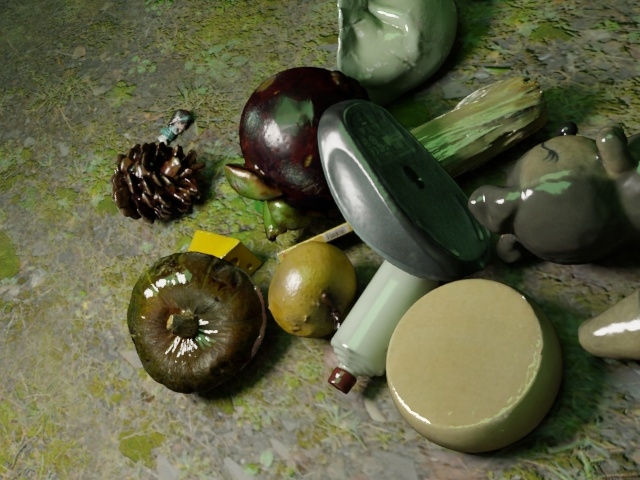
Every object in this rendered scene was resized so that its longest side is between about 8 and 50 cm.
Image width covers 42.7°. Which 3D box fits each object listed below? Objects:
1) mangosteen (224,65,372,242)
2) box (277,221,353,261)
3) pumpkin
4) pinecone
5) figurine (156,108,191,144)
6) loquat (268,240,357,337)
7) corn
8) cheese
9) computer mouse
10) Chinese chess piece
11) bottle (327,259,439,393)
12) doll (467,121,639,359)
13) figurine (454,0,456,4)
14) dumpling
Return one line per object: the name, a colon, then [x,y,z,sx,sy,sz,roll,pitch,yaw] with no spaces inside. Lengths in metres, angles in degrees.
mangosteen: [-0.021,-0.177,1.560,0.311,0.311,0.311,-18,50,22]
box: [0.000,0.000,1.549,0.155,0.087,0.023,-24,91,17]
pumpkin: [-0.231,0.144,1.477,0.260,0.189,0.260,0,90,4]
pinecone: [-0.361,-0.127,1.822,0.204,0.179,0.184,4,76,24]
figurine: [-0.362,-0.281,2.026,0.106,0.047,0.060,-48,9,3]
loquat: [-0.016,0.082,1.445,0.204,0.149,0.172,-125,50,-64]
corn: [0.264,-0.190,1.480,0.305,0.122,0.123,-28,5,15]
cheese: [-0.222,0.080,1.626,0.126,0.093,0.171,16,68,39]
computer mouse: [0.130,-0.075,1.371,0.374,0.203,0.114,53,136,13]
Chinese chess piece: [0.230,0.186,1.242,0.273,0.102,0.273,-16,52,22]
bottle: [0.094,0.144,1.361,0.104,0.104,0.245,22,72,42]
doll: [0.407,-0.007,1.174,0.382,0.252,0.379,-20,48,29]
figurine: [0.225,-0.560,1.817,0.114,0.108,0.196,-46,62,10]
dumpling: [0.138,-0.435,1.685,0.212,0.270,0.321,130,145,-63]
